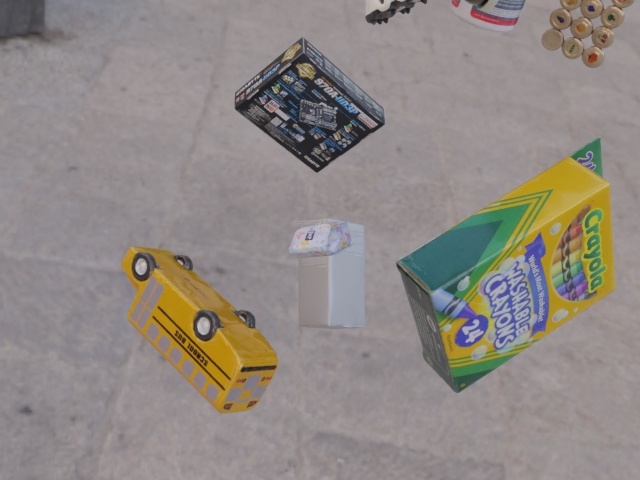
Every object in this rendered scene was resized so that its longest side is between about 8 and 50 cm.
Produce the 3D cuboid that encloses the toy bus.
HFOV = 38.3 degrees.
[{"bbox_3d":[-0.220,0.141,1.575,0.332,0.130,0.108,38,18,31],"label":"toy bus"}]

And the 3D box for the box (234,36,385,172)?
[{"bbox_3d":[-0.018,-0.238,1.661,0.220,0.175,0.051,35,35,-32],"label":"box"}]

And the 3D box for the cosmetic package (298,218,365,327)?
[{"bbox_3d":[0.025,0.077,2.033,0.107,0.238,0.127,-4,-11,43],"label":"cosmetic package"}]

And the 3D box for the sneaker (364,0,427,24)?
[{"bbox_3d":[0.129,-0.310,0.926,0.234,0.106,0.078,-20,3,31],"label":"sneaker"}]

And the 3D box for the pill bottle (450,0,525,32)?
[{"bbox_3d":[0.273,-0.415,1.381,0.108,0.180,0.108,13,32,-8],"label":"pill bottle"}]

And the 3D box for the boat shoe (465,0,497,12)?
[{"bbox_3d":[0.180,-0.422,1.152,0.091,0.109,0.305,10,65,-20],"label":"boat shoe"}]

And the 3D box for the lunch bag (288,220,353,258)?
[{"bbox_3d":[0.000,0.000,1.436,0.071,0.053,0.083,-7,14,35],"label":"lunch bag"}]

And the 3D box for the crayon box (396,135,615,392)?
[{"bbox_3d":[0.269,0.033,1.194,0.323,0.203,0.083,-32,43,-12],"label":"crayon box"}]

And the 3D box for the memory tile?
[{"bbox_3d":[0.436,-0.364,1.510,0.113,0.148,0.012,29,37,14],"label":"memory tile"}]
